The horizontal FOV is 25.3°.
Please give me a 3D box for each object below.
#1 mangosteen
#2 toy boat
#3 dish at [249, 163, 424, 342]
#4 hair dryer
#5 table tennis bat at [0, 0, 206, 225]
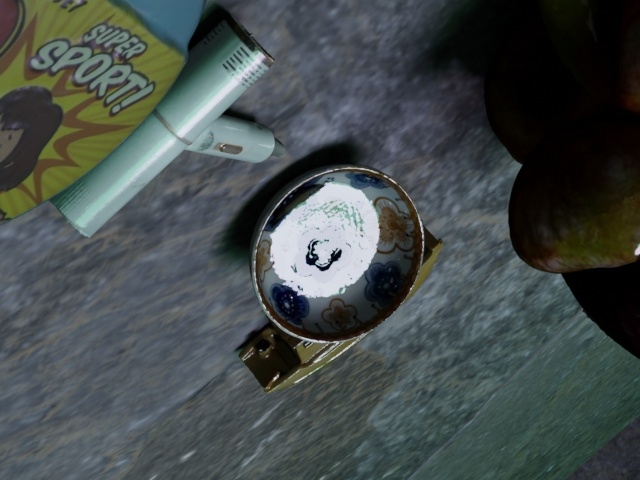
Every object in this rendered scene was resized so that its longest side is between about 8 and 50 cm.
[{"bbox_3d":[0.311,-0.083,1.066,0.435,0.382,0.382,21,117,-46],"label":"mangosteen"},{"bbox_3d":[0.019,0.052,1.225,0.200,0.057,0.077,-37,151,-10],"label":"toy boat"},{"bbox_3d":[0.000,0.000,1.093,0.141,0.078,0.141,-8,111,-22],"label":"dish"},{"bbox_3d":[-0.075,-0.054,0.910,0.155,0.044,0.183,-41,160,5],"label":"hair dryer"},{"bbox_3d":[-0.130,-0.109,0.725,0.329,0.044,0.215,-42,156,6],"label":"table tennis bat"}]
